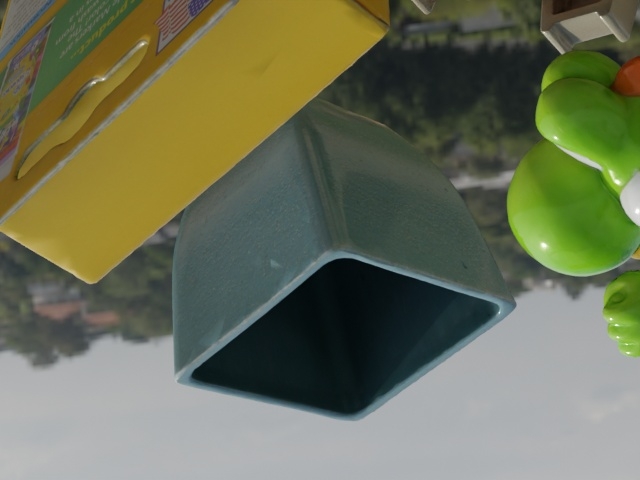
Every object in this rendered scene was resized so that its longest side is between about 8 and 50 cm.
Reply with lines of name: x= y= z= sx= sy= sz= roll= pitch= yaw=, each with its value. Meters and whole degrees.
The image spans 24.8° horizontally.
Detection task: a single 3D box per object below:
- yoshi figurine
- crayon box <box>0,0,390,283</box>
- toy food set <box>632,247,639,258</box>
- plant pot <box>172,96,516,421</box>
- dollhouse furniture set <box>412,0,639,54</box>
yoshi figurine: x=0.288 y=0.002 z=1.086 sx=0.362 sy=0.203 sz=0.203 roll=33 pitch=-174 yaw=-9
crayon box: x=-0.067 y=-0.124 z=0.687 sx=0.083 sy=0.323 sz=0.203 roll=34 pitch=125 yaw=-28
toy food set: x=0.327 y=-0.003 z=1.267 sx=0.218 sy=0.128 sz=0.071 roll=-2 pitch=143 yaw=-35
plant pot: x=0.000 y=0.000 z=1.461 sx=0.248 sy=0.252 sz=0.247 roll=18 pitch=134 yaw=-39
dollhouse furniture set: x=0.222 y=-0.315 z=1.469 sx=0.262 sy=0.135 sz=0.259 roll=-11 pitch=144 yaw=38
